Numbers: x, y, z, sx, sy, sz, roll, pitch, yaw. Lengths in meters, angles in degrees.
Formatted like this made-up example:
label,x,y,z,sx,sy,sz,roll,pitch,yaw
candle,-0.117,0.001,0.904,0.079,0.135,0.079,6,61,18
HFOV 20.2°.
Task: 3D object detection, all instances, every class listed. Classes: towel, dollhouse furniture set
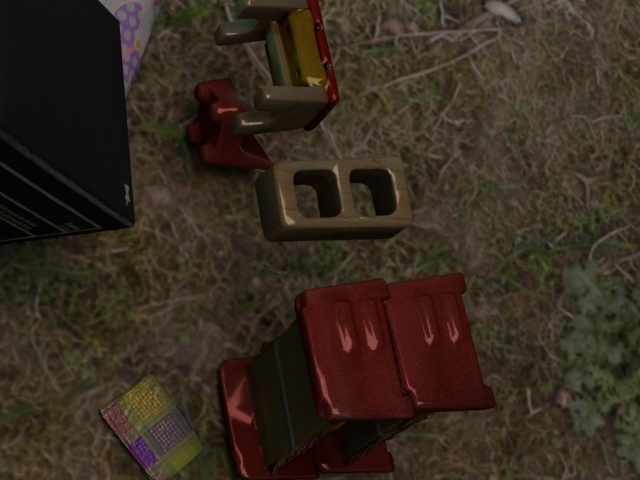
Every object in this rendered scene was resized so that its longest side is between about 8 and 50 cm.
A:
label,x,y,z,sx,sy,sz,roll,pitch,yaw
towel,-0.141,0.158,1.510,0.060,0.009,0.083,-39,95,-29
dollhouse furniture set,0.000,0.000,1.522,0.152,0.201,0.374,-3,71,-26

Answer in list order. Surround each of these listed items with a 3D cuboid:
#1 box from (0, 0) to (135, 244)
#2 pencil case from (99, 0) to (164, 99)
label,x,y,z,sx,sy,sz,roll,pitch,yaw
box,-0.315,-0.102,1.271,0.294,0.296,0.182,-7,77,10
pencil case,-0.204,-0.145,1.497,0.113,0.124,0.273,24,68,-18
